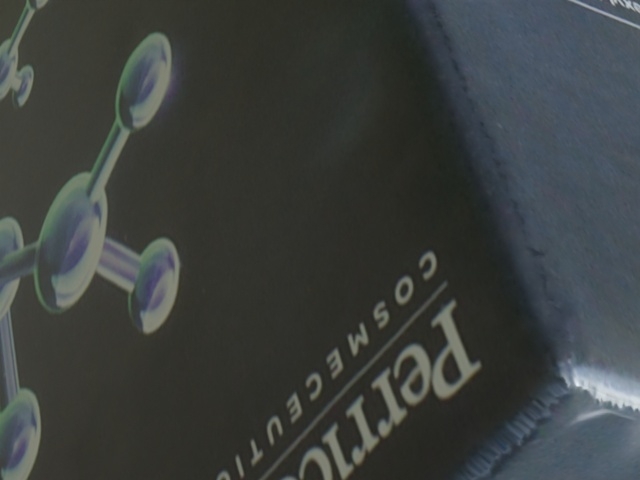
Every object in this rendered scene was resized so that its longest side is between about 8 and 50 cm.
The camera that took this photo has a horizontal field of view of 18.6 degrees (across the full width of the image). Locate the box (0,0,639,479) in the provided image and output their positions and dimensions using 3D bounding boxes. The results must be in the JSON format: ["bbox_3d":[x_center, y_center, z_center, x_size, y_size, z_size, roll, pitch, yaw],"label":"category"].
[{"bbox_3d":[0.000,0.000,0.595,0.212,0.293,0.395,16,39,-34],"label":"box"}]
